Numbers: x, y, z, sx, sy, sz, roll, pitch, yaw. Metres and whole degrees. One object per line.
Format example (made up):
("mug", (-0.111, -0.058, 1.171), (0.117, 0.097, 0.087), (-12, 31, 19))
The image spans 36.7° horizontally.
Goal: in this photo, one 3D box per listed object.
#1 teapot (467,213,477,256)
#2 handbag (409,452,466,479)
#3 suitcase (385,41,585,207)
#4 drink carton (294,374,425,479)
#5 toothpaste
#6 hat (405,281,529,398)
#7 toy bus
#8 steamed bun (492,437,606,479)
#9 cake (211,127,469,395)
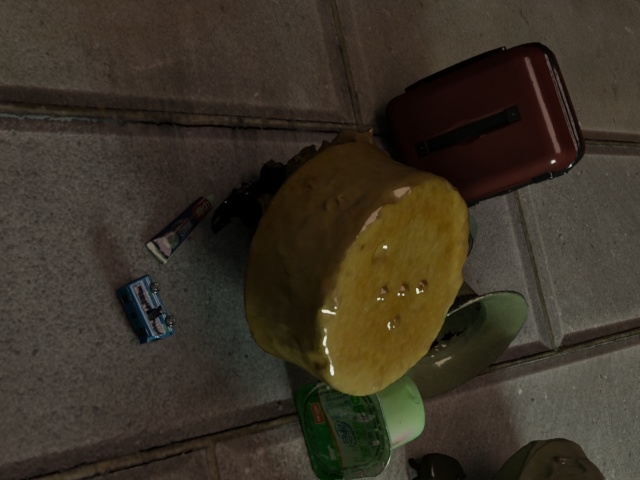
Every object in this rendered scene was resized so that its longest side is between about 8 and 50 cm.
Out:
("teapot", (0.165, -0.020, 1.588), (0.232, 0.159, 0.159), (34, 52, -52))
("handbag", (0.194, 0.374, 1.536), (0.111, 0.047, 0.072), (19, 58, -41))
("suitcase", (0.278, -0.189, 1.639), (0.161, 0.297, 0.236), (-15, 86, -57))
("drink carton", (0.071, 0.255, 1.391), (0.142, 0.144, 0.146), (-7, 82, -53))
("toothpaste", (-0.184, -0.022, 1.308), (0.037, 0.021, 0.140), (51, 49, -14))
("hat", (0.191, 0.127, 1.542), (0.257, 0.257, 0.130), (7, 38, -44))
("toy bus", (-0.220, 0.089, 1.217), (0.046, 0.038, 0.083), (-27, 94, -43))
("steamed bun", (0.338, 0.484, 1.503), (0.324, 0.219, 0.310), (-98, -176, -50))
("cake", (-0.003, 0.008, 1.315), (0.332, 0.321, 0.332), (-27, 130, -38))
